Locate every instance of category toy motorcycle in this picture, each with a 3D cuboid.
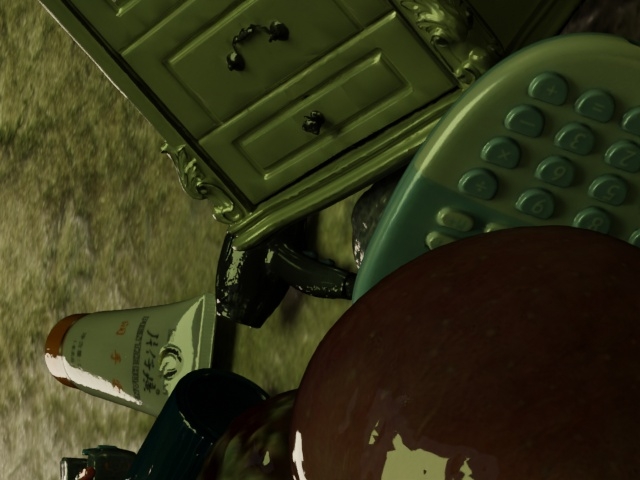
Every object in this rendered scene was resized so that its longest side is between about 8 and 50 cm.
[{"bbox_3d":[-0.217,0.336,1.581,0.182,0.123,0.272,136,136,-65],"label":"toy motorcycle"}]

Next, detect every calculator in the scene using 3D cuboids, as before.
[{"bbox_3d":[0.123,0.014,0.937,0.042,0.188,0.303,-96,28,-56],"label":"calculator"}]

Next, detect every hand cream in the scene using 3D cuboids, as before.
[{"bbox_3d":[-0.186,0.129,1.634,0.314,0.089,0.140,-6,79,55],"label":"hand cream"}]

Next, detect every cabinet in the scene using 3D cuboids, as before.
[{"bbox_3d":[-0.026,-0.211,1.033,0.290,0.318,0.227,-27,20,46],"label":"cabinet"}]

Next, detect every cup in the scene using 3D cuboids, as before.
[{"bbox_3d":[-0.101,0.209,1.396,0.138,0.113,0.150,-61,33,31],"label":"cup"}]

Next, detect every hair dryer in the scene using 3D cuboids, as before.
[{"bbox_3d":[0.000,0.000,1.343,0.219,0.075,0.196,22,93,52],"label":"hair dryer"}]

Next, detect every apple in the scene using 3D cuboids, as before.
[{"bbox_3d":[0.124,0.141,0.816,0.306,0.235,0.306,45,151,33],"label":"apple"}]

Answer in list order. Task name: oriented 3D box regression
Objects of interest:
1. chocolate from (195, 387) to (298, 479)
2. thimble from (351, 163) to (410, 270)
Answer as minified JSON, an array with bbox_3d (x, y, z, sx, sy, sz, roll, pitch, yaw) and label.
[{"bbox_3d":[-0.007,0.255,1.093,0.225,0.210,0.340,20,100,65],"label":"chocolate"},{"bbox_3d":[0.097,0.010,1.036,0.150,0.150,0.098,-61,35,35],"label":"thimble"}]
